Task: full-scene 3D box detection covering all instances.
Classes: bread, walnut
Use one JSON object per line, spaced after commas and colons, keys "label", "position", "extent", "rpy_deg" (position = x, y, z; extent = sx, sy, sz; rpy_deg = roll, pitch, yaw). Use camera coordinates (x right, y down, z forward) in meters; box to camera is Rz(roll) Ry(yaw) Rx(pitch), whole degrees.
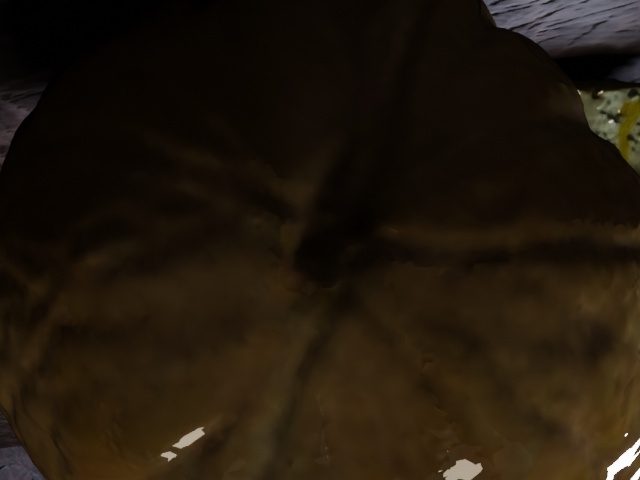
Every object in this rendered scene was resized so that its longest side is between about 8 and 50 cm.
{"label": "bread", "position": [0.145, -0.054, 0.879], "extent": [0.157, 0.083, 0.094], "rpy_deg": [-3, -170, 3]}
{"label": "walnut", "position": [0.004, 0.033, 0.670], "extent": [0.332, 0.333, 0.333], "rpy_deg": [-9, 169, -2]}
